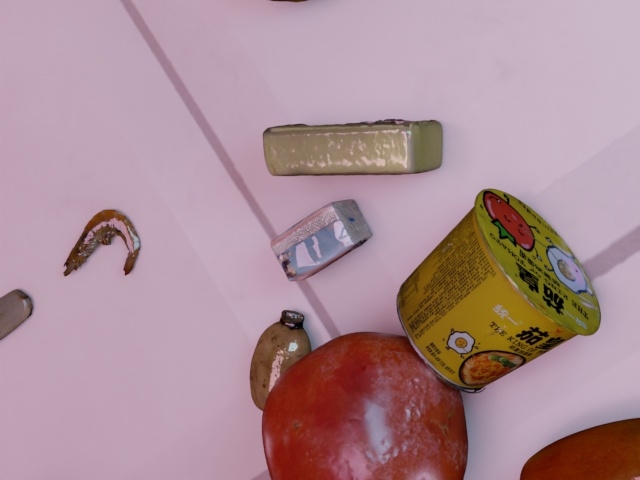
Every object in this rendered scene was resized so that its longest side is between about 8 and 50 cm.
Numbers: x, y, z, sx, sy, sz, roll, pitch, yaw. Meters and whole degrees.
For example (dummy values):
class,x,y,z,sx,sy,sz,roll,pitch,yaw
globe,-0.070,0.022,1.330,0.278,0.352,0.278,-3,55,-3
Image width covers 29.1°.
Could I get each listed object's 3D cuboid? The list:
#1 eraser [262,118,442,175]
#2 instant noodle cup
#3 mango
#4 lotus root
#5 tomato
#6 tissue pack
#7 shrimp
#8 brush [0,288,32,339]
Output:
class,x,y,z,sx,sy,sz,roll,pitch,yaw
eraser,0.037,-0.100,1.336,0.172,0.117,0.058,0,98,22
instant noodle cup,0.174,0.060,1.269,0.144,0.182,0.182,-42,78,29
mango,0.338,0.245,1.233,0.289,0.129,0.146,-19,81,19
lotus root,-0.047,0.155,1.416,0.072,0.063,0.152,4,92,12
tomato,0.039,0.204,1.301,0.232,0.188,0.232,-15,63,31
tissue pack,0.000,0.000,1.380,0.094,0.074,0.059,-32,84,23
shrimp,-0.269,0.019,1.517,0.083,0.023,0.114,46,104,10
brush,-0.499,0.165,1.619,0.336,0.020,0.085,-38,80,20
